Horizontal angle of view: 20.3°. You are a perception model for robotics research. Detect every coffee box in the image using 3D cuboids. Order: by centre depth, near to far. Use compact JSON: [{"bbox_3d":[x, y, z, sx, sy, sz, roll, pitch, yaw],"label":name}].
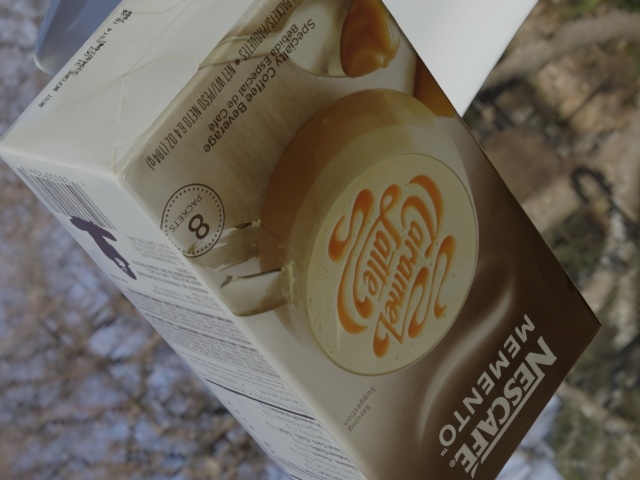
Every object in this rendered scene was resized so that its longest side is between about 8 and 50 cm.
[{"bbox_3d":[0.000,0.000,0.763,0.098,0.141,0.246,13,149,50],"label":"coffee box"}]

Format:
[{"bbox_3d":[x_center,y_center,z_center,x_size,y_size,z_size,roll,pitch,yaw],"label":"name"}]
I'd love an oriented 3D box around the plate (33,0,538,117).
[{"bbox_3d":[-0.010,-0.167,1.076,0.278,0.277,0.045,13,-127,-15],"label":"plate"}]
